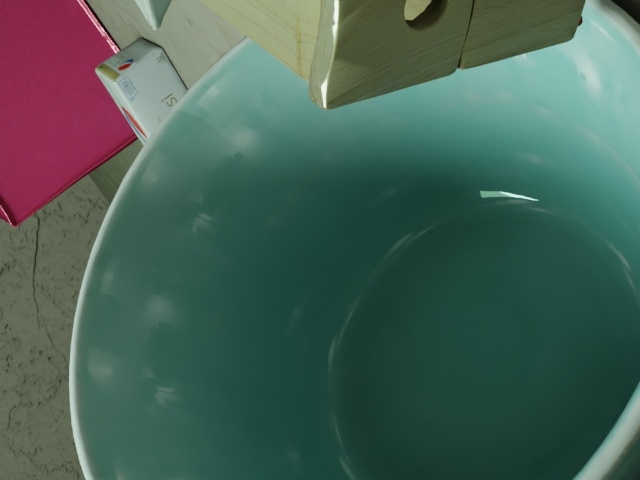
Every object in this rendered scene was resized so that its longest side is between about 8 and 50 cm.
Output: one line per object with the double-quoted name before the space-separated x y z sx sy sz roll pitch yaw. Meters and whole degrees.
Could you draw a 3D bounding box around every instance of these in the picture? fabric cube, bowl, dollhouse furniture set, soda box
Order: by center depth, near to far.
"dollhouse furniture set" 0.025 -0.169 0.395 0.129 0.129 0.183 42 140 40
"bowl" 0.048 0.038 0.521 0.311 0.311 0.163 41 -178 41
"soda box" -0.173 -0.127 1.266 0.074 0.069 0.216 34 157 54
"fabric cube" -0.402 -0.194 1.477 0.259 0.254 0.258 56 165 -15

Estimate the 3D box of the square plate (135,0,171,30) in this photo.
"square plate" -0.144 -0.320 0.481 0.347 0.049 0.344 -120 12 -45
